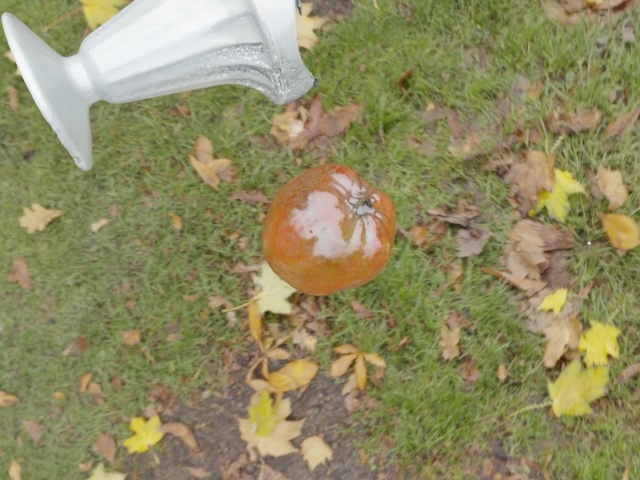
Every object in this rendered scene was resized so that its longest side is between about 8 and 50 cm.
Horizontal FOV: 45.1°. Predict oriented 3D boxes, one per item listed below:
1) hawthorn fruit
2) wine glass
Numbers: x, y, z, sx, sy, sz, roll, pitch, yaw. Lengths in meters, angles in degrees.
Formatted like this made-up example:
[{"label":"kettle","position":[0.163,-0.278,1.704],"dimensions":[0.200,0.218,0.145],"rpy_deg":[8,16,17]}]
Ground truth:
[{"label":"hawthorn fruit","position":[0.000,0.000,1.278],"dimensions":[0.210,0.210,0.262],"rpy_deg":[59,143,10]},{"label":"wine glass","position":[-0.122,-0.152,0.592],"dimensions":[0.196,0.165,0.165],"rpy_deg":[-24,82,-6]}]
